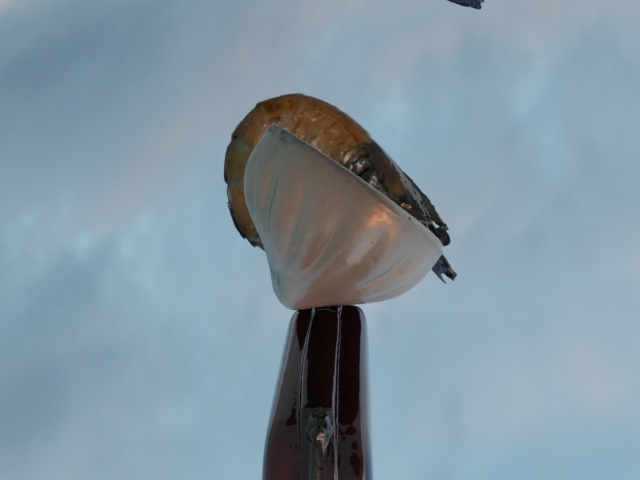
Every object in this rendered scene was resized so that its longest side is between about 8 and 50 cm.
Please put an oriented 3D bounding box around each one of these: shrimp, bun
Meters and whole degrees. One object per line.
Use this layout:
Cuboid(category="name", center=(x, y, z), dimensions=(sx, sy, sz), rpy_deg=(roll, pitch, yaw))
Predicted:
Cuboid(category="shrimp", center=(0.034, -0.049, 1.377), dimensions=(0.272, 0.445, 0.085), rpy_deg=(-53, -176, 3))
Cuboid(category="bun", center=(0.000, 0.000, 0.983), dimensions=(0.175, 0.263, 0.263), rpy_deg=(-55, -145, 1))

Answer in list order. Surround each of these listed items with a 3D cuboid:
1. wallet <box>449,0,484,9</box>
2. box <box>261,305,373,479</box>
Cuboid(category="wallet", center=(0.137, -0.364, 1.077), dimensions=(0.166, 0.111, 0.030), rpy_deg=(27, -105, 21))
Cuboid(category="box", center=(0.002, 0.231, 0.921), dimensions=(0.108, 0.263, 0.404), rpy_deg=(1, -161, 2))
